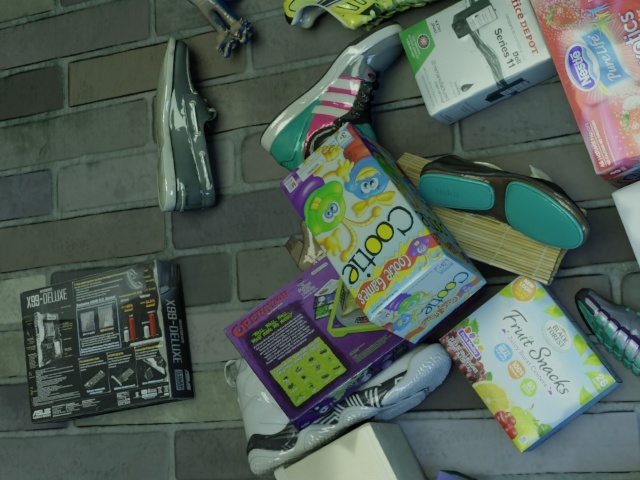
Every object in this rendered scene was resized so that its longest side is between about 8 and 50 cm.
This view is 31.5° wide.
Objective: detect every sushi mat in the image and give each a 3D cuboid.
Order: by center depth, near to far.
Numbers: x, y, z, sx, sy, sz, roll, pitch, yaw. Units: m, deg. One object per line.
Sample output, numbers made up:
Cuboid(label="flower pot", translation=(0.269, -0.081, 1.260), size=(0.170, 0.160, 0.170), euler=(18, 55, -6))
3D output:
Cuboid(label="sushi mat", translation=(0.228, -0.038, 1.714), size=(0.317, 0.019, 0.151), euler=(20, 60, 27))

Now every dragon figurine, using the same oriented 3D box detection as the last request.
Cuboid(label="dragon figurine", translation=(-0.198, -0.447, 1.981), size=(0.085, 0.144, 0.289), euler=(-32, 51, 21))

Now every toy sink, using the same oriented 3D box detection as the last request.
Cuboid(label="toy sink", translation=(0.025, 0.379, 1.716), size=(0.234, 0.153, 0.131), euler=(-33, 70, 14))

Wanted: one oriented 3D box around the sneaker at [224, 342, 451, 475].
Cuboid(label="sneaker", translation=(0.012, 0.202, 1.765), size=(0.366, 0.137, 0.210), euler=(-32, 69, 17))

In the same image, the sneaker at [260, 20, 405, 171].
Cuboid(label="sneaker", translation=(0.063, -0.194, 1.800), size=(0.295, 0.124, 0.178), euler=(-44, 73, 8))

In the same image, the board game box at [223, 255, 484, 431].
Cuboid(label="board game box", translation=(0.048, 0.109, 1.710), size=(0.347, 0.056, 0.208), euler=(-35, 57, -7))

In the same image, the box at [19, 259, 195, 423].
Cuboid(label="box", translation=(-0.382, 0.183, 1.998), size=(0.308, 0.076, 0.242), euler=(-14, 77, 24))

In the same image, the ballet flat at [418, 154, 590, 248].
Cuboid(label="ballet flat", translation=(0.279, -0.073, 1.661), size=(0.280, 0.096, 0.095), euler=(22, 132, 28))

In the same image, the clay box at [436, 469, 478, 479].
Cuboid(label="clay box", translation=(0.206, 0.464, 1.664), size=(0.127, 0.053, 0.222), euler=(14, 89, 46))

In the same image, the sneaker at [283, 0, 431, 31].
Cuboid(label="sneaker", translation=(0.103, -0.407, 1.813), size=(0.385, 0.145, 0.147), euler=(9, 99, 35))

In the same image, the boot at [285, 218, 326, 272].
Cuboid(label="boot", translation=(0.000, 0.000, 1.855), size=(0.087, 0.042, 0.118), euler=(39, 102, 19))

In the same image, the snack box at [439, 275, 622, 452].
Cuboid(label="snack box", translation=(0.306, 0.176, 1.658), size=(0.174, 0.070, 0.207), euler=(-40, 69, 13))

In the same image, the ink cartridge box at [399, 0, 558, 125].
Cuboid(label="ink cartridge box", translation=(0.248, -0.291, 1.737), size=(0.208, 0.087, 0.153), euler=(-25, 75, 21))

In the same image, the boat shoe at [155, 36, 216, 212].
Cuboid(label="boat shoe", translation=(-0.234, -0.201, 1.982), size=(0.099, 0.116, 0.319), euler=(2, 73, -16))

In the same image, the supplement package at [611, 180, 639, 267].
Cuboid(label="supplement package", translation=(0.491, 0.002, 1.570), size=(0.105, 0.105, 0.179), euler=(-24, 74, 22))

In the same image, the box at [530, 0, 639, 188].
Cuboid(label="box", translation=(0.424, -0.244, 1.613), size=(0.154, 0.142, 0.299), euler=(-23, 74, 23))

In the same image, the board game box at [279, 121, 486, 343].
Cuboid(label="board game box", translation=(0.086, -0.012, 1.629), size=(0.144, 0.142, 0.275), euler=(-42, 56, 12))

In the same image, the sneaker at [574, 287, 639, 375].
Cuboid(label="sneaker", translation=(0.462, 0.136, 1.598), size=(0.098, 0.083, 0.223), euler=(-39, 69, -8))
